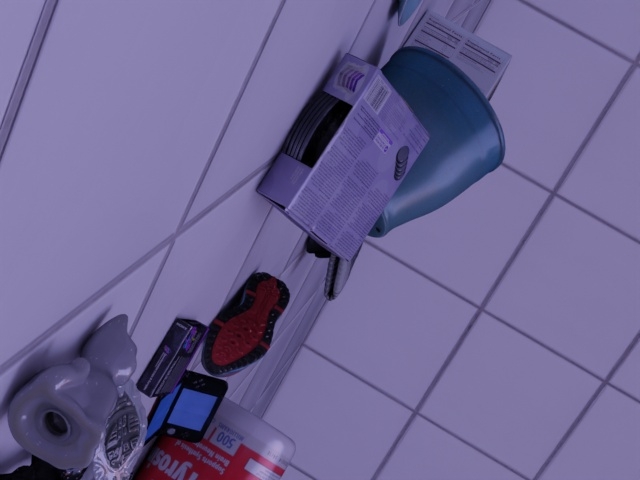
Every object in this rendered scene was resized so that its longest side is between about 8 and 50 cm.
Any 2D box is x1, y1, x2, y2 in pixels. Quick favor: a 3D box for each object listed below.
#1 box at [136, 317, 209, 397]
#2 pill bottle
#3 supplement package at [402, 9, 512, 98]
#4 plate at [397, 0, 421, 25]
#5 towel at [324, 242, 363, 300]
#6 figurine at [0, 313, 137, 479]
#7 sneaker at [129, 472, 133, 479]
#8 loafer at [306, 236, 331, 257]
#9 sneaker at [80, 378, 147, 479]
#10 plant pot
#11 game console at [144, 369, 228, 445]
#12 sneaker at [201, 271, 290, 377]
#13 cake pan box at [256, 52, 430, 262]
[{"bbox_3d":[-0.211,0.169,1.576,0.116,0.029,0.162,-60,176,-4],"label":"box"},{"bbox_3d":[-0.238,0.485,1.962,0.407,0.229,0.229,-59,174,-12],"label":"pill bottle"},{"bbox_3d":[0.223,-0.278,2.205,0.262,0.198,0.199,-57,174,-24],"label":"supplement package"},{"bbox_3d":[0.166,-0.437,1.775,0.188,0.024,0.188,-59,175,-9],"label":"plate"},{"bbox_3d":[0.094,-0.068,2.490,0.324,0.056,0.312,98,15,-44],"label":"towel"},{"bbox_3d":[-0.254,0.187,1.077,0.215,0.092,0.209,-61,-177,17],"label":"figurine"},{"bbox_3d":[-0.316,0.373,1.672,0.083,0.035,0.031,-53,171,-49],"label":"sneaker"},{"bbox_3d":[0.000,0.000,2.490,0.170,0.062,0.061,55,31,-79],"label":"loafer"},{"bbox_3d":[-0.269,0.254,1.243,0.090,0.115,0.232,2,96,-57],"label":"sneaker"},{"bbox_3d":[0.131,-0.152,1.879,0.255,0.271,0.271,-41,168,-19],"label":"plant pot"},{"bbox_3d":[-0.230,0.294,1.798,0.085,0.124,0.144,-101,-146,-56],"label":"game console"},{"bbox_3d":[-0.134,0.171,1.897,0.125,0.104,0.262,-61,174,36],"label":"sneaker"},{"bbox_3d":[0.040,-0.117,1.628,0.245,0.070,0.267,-59,151,-4],"label":"cake pan box"}]
